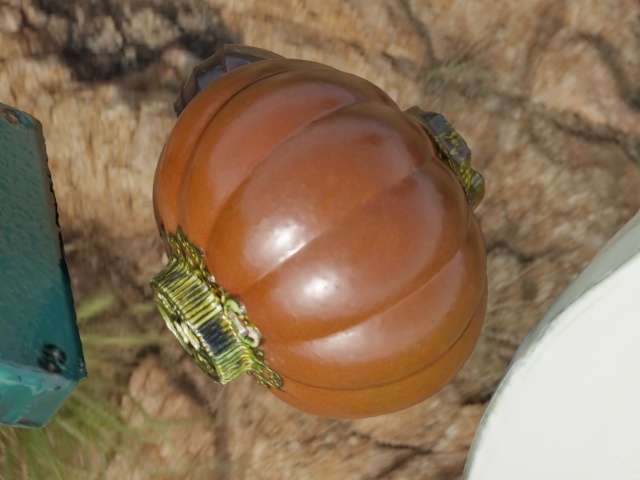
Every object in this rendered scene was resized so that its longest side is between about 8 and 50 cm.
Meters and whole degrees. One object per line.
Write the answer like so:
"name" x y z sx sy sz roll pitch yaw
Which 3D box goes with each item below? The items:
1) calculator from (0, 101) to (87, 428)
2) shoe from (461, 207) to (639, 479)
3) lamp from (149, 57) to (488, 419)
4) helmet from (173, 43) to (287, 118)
"calculator" -0.260 -0.018 0.810 0.274 0.058 0.248 16 37 -35
"shoe" 0.121 -0.004 0.353 0.095 0.265 0.110 33 35 12
"lamp" 0.000 0.000 0.907 0.196 0.223 0.223 -34 84 -15
"helmet" -0.034 -0.088 1.046 0.123 0.098 0.070 20 106 -8
